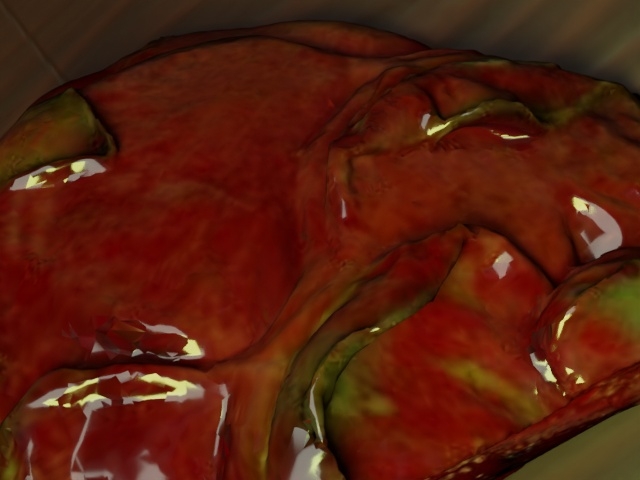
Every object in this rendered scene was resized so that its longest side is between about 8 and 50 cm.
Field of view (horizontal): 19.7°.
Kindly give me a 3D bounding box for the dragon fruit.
[{"bbox_3d":[-0.005,-0.001,0.744,0.329,0.228,0.286,-20,77,26],"label":"dragon fruit"}]
